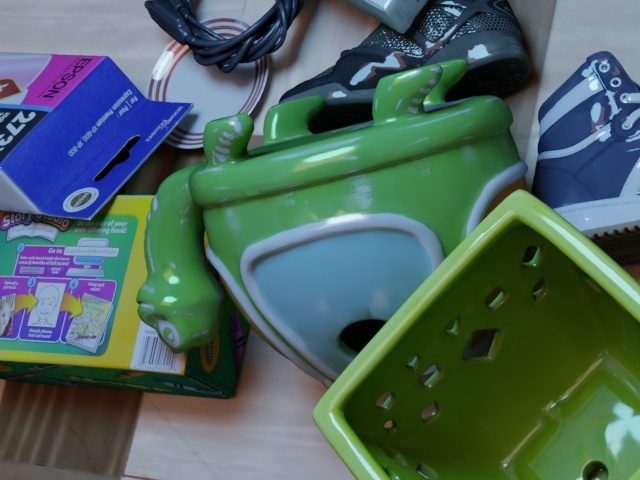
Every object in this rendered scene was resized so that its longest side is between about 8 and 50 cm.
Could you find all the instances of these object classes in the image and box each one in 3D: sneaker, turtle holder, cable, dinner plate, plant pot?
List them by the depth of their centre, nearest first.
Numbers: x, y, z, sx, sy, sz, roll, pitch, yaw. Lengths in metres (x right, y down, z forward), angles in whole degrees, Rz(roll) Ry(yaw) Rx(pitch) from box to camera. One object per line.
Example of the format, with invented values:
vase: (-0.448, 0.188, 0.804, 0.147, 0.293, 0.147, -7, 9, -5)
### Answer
plant pot: (0.171, 0.140, 1.138, 0.228, 0.207, 0.227, -47, 54, 6)
sneaker: (0.285, -0.074, 1.228, 0.282, 0.099, 0.153, -10, 66, 31)
turtle holder: (0.008, 0.000, 1.261, 0.320, 0.243, 0.227, -15, 95, -6)
sneaker: (0.064, -0.165, 1.414, 0.227, 0.087, 0.130, -20, 58, 19)
cable: (-0.076, -0.234, 1.543, 0.150, 0.047, 0.184, -42, 47, -10)
dinner plate: (-0.107, -0.150, 1.552, 0.141, 0.017, 0.141, -12, 65, 27)

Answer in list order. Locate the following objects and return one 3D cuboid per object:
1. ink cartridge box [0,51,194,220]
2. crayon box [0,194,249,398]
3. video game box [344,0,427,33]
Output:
ink cartridge box: (-0.316, -0.109, 1.581, 0.371, 0.069, 0.176, 8, 46, 35)
crayon box: (-0.195, 0.047, 1.480, 0.278, 0.081, 0.165, 1, 70, 32)
video game box: (0.050, -0.300, 1.403, 0.205, 0.048, 0.187, 35, 84, 35)
